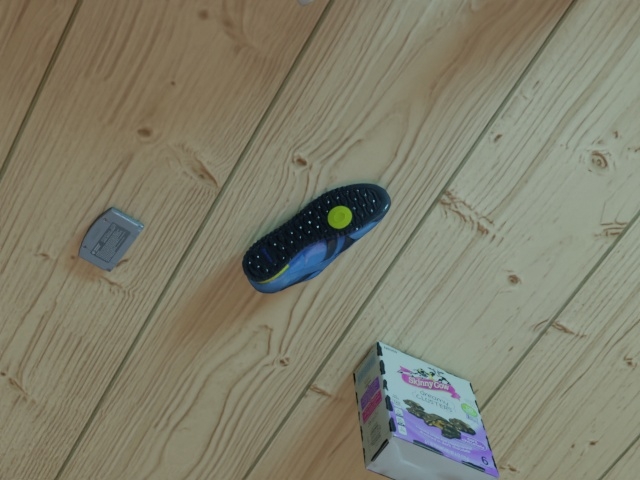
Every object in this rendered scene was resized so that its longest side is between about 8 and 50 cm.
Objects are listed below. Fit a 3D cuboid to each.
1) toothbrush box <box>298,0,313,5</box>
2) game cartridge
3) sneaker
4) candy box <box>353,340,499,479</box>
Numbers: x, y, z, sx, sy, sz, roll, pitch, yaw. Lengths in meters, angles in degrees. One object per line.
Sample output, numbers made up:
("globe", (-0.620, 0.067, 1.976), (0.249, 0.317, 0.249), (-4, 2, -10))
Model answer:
("toothbrush box", (0.009, -0.414, 0.992), (0.206, 0.122, 0.283), (-23, 121, 9))
("game cartridge", (-0.270, -0.002, 1.274), (0.056, 0.017, 0.083), (31, 114, -24))
("sneaker", (0.000, 0.000, 1.278), (0.209, 0.069, 0.082), (-32, 151, 4))
("candy box", (0.137, 0.245, 1.348), (0.165, 0.196, 0.070), (24, 116, -18))
